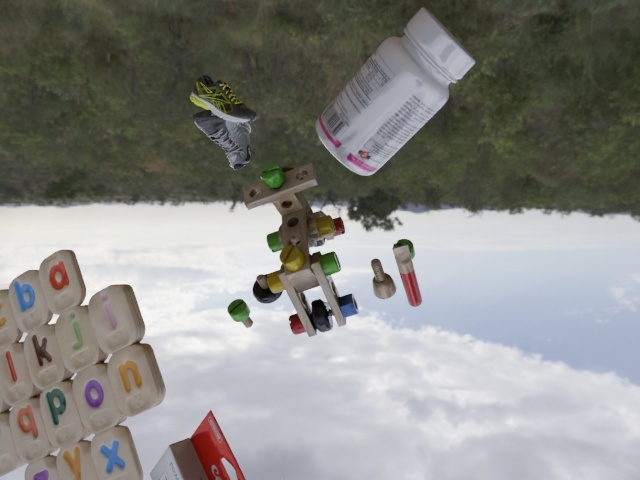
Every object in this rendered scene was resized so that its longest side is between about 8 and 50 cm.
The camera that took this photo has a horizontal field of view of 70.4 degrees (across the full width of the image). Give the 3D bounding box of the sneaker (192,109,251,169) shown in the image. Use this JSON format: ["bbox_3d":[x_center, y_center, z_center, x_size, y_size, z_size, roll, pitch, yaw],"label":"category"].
[{"bbox_3d":[-0.229,-0.247,1.146,0.086,0.132,0.228,-11,180,20],"label":"sneaker"}]

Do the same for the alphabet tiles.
[{"bbox_3d":[-0.304,0.167,0.527,0.284,0.278,0.021,-28,169,19],"label":"alphabet tiles"}]

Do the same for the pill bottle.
[{"bbox_3d":[0.136,-0.272,0.854,0.283,0.160,0.160,-43,160,30],"label":"pill bottle"}]

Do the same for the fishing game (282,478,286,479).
[{"bbox_3d":[-0.039,0.501,0.759,0.041,0.189,0.264,-9,145,-1],"label":"fishing game"}]

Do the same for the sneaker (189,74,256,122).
[{"bbox_3d":[-0.107,-0.157,0.502,0.083,0.035,0.031,25,-154,9],"label":"sneaker"}]

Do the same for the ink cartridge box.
[{"bbox_3d":[-0.239,0.538,0.938,0.060,0.239,0.275,-2,-135,-48],"label":"ink cartridge box"}]

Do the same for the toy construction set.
[{"bbox_3d":[0.000,0.000,0.731,0.308,0.237,0.258,5,-129,26],"label":"toy construction set"}]
